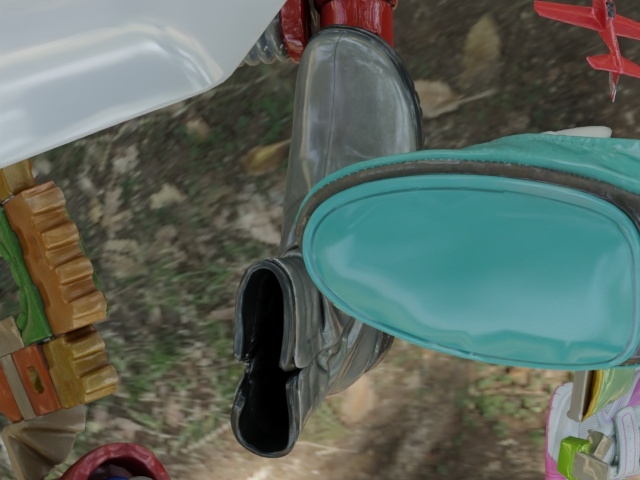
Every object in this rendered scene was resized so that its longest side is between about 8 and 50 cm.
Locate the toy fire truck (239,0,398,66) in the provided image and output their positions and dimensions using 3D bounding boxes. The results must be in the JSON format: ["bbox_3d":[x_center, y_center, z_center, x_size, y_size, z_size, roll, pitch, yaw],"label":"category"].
[{"bbox_3d":[-0.035,-0.135,1.120,0.217,0.158,0.246,-6,75,13],"label":"toy fire truck"}]

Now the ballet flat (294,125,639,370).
[{"bbox_3d":[0.118,0.000,0.559,0.247,0.087,0.083,5,121,15],"label":"ballet flat"}]

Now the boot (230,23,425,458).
[{"bbox_3d":[0.000,0.000,1.007,0.083,0.161,0.247,7,108,20],"label":"boot"}]

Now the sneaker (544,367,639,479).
[{"bbox_3d":[0.304,0.185,1.627,0.252,0.111,0.103,-27,120,-49],"label":"sneaker"}]

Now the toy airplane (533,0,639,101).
[{"bbox_3d":[0.283,-0.203,1.624,0.151,0.028,0.151,12,52,-15],"label":"toy airplane"}]

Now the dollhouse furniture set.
[{"bbox_3d":[0.238,0.155,1.315,0.076,0.058,0.152,-18,121,-42],"label":"dollhouse furniture set"}]

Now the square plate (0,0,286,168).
[{"bbox_3d":[-0.121,-0.083,0.405,0.344,0.347,0.049,-23,78,-29],"label":"square plate"}]

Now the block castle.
[{"bbox_3d":[-0.313,0.065,1.176,0.303,0.213,0.453,-23,91,-35],"label":"block castle"}]
